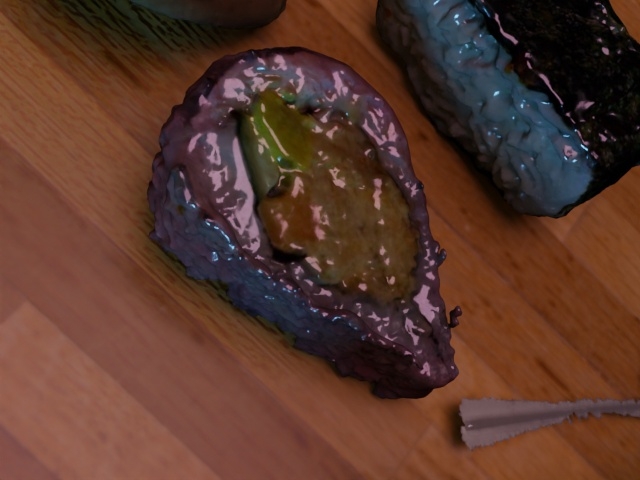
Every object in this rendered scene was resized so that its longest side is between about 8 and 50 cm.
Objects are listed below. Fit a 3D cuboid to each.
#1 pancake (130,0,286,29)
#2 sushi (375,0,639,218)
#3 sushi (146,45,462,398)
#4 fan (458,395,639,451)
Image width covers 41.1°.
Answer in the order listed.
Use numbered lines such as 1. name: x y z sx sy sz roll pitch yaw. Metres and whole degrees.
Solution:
1. pancake: -0.097 -0.242 0.563 0.242 0.050 0.241 22 57 -39
2. sushi: 0.150 -0.131 0.629 0.127 0.124 0.225 -36 83 -27
3. sushi: 0.006 -0.017 0.547 0.241 0.107 0.161 34 65 -18
4. fan: 0.281 0.127 0.662 0.415 0.012 0.233 5 71 -23
